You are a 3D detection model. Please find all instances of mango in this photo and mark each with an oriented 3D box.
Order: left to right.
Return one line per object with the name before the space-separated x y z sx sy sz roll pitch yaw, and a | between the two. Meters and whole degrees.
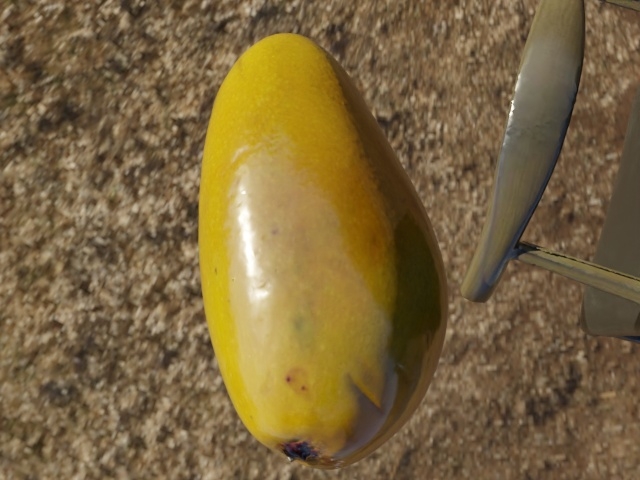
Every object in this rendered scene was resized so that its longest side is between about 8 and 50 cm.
mango | 0.000 0.000 0.648 0.138 0.253 0.113 2 159 -26

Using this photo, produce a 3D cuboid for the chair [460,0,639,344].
chair | 0.203 -0.027 0.628 0.272 0.166 0.188 16 84 -9
